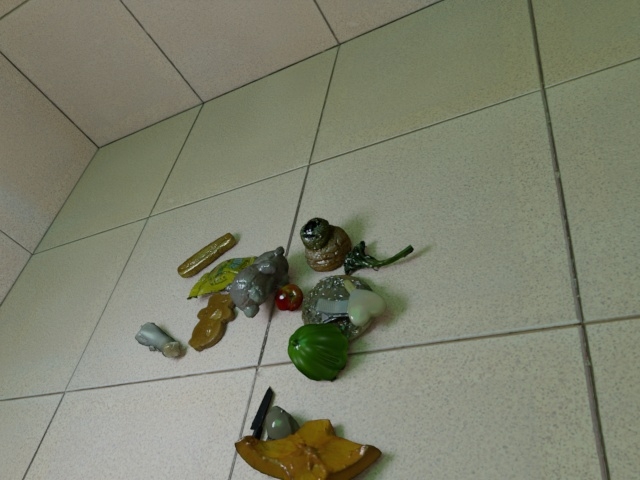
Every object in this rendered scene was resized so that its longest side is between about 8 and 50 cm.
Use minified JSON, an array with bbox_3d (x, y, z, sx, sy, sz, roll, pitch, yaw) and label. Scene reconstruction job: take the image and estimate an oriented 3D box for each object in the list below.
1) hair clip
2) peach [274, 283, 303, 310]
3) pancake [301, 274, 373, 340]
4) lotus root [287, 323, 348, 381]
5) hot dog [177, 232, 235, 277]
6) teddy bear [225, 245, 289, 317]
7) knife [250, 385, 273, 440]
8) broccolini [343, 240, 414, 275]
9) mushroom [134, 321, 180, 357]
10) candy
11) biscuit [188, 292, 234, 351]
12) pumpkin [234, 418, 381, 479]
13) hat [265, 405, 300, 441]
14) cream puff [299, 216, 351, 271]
[{"bbox_3d":[0.097,0.196,1.723,0.219,0.071,0.159,-6,54,20],"label":"hair clip"},{"bbox_3d":[-0.108,0.200,1.932,0.101,0.100,0.100,-22,41,20],"label":"peach"},{"bbox_3d":[0.058,0.220,1.808,0.283,0.049,0.282,-18,45,19],"label":"pancake"},{"bbox_3d":[-0.032,0.318,1.658,0.186,0.186,0.186,-22,41,20],"label":"lotus root"},{"bbox_3d":[-0.482,0.066,2.382,0.286,0.061,0.087,-32,42,6],"label":"hot dog"},{"bbox_3d":[-0.210,0.145,1.987,0.151,0.236,0.267,40,39,13],"label":"teddy bear"},{"bbox_3d":[-0.188,0.547,1.702,0.060,0.028,0.230,-25,35,41],"label":"knife"},{"bbox_3d":[0.195,0.040,1.872,0.272,0.062,0.123,-16,58,34],"label":"broccolini"},{"bbox_3d":[-0.622,0.386,2.151,0.278,0.096,0.099,16,64,42],"label":"mushroom"},{"bbox_3d":[-0.385,0.141,2.206,0.297,0.081,0.187,-17,25,23],"label":"candy"},{"bbox_3d":[-0.404,0.305,2.103,0.184,0.035,0.248,-6,49,35],"label":"biscuit"},{"bbox_3d":[-0.033,0.555,1.448,0.258,0.095,0.290,-23,31,-38],"label":"pumpkin"},{"bbox_3d":[-0.134,0.570,1.584,0.147,0.085,0.175,15,62,46],"label":"hat"},{"bbox_3d":[0.000,0.000,1.980,0.183,0.169,0.183,-20,42,19],"label":"cream puff"}]
